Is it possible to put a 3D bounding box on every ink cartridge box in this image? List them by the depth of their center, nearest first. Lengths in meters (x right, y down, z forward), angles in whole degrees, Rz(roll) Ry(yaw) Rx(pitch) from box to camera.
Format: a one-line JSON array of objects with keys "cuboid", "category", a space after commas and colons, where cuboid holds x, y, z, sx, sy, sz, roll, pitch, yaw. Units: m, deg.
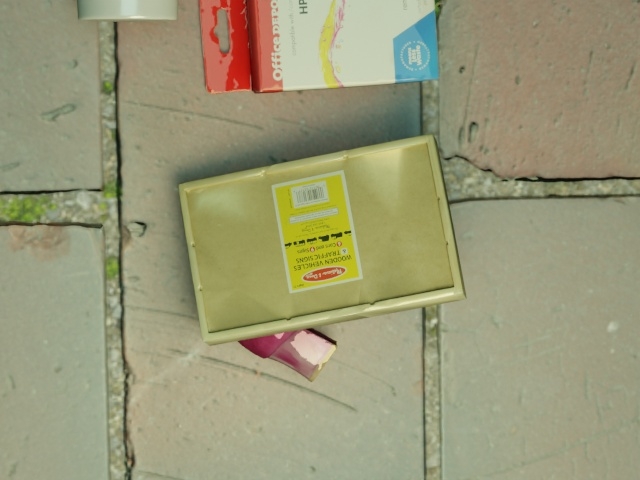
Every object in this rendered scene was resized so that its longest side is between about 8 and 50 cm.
[{"cuboid": [-0.003, -0.219, 1.928, 0.231, 0.078, 0.134, -5, 95, -8], "category": "ink cartridge box"}]

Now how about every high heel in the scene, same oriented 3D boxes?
[{"cuboid": [0.005, 0.017, 1.956, 0.117, 0.082, 0.244, 33, 94, -3], "category": "high heel"}]

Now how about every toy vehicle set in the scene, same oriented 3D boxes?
[{"cuboid": [0.000, 0.000, 1.908, 0.266, 0.035, 0.166, -10, 78, 8], "category": "toy vehicle set"}]

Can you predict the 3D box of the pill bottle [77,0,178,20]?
[{"cuboid": [-0.189, -0.320, 1.870, 0.119, 0.119, 0.209, -1, 95, -9], "category": "pill bottle"}]
